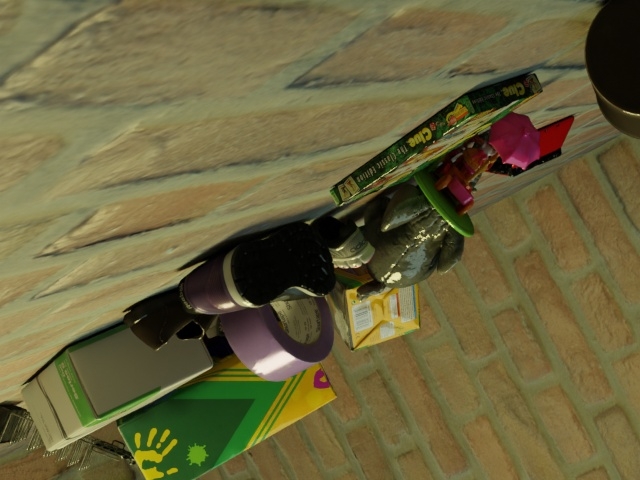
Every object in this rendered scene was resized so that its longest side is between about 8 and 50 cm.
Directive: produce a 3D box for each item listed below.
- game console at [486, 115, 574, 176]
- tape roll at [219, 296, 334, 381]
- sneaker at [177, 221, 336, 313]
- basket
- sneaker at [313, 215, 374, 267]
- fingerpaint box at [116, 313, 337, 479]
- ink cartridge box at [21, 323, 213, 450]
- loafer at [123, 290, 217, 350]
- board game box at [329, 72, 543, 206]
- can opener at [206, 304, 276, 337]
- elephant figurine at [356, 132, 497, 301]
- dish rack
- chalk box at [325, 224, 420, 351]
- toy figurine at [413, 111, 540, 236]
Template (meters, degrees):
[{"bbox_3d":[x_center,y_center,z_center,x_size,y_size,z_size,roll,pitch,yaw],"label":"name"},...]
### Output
[{"bbox_3d":[0.375,-0.177,2.035,0.144,0.085,0.124,-23,-156,-35],"label":"game console"},{"bbox_3d":[-0.068,0.122,1.772,0.080,0.189,0.189,-31,173,30],"label":"tape roll"},{"bbox_3d":[-0.088,0.043,1.522,0.124,0.107,0.283,-18,174,29],"label":"sneaker"},{"bbox_3d":[0.360,-0.187,1.157,0.204,0.154,0.227,-27,171,25],"label":"basket"},{"bbox_3d":[0.000,0.000,1.666,0.170,0.075,0.063,-3,-150,40],"label":"sneaker"},{"bbox_3d":[-0.212,0.280,2.160,0.371,0.163,0.445,-28,-169,-10],"label":"fingerpaint box"},{"bbox_3d":[-0.332,0.220,1.778,0.211,0.121,0.289,-24,174,-34],"label":"ink cartridge box"},{"bbox_3d":[-0.192,0.109,1.629,0.220,0.078,0.080,-21,172,-47],"label":"loafer"},{"bbox_3d":[0.134,-0.117,1.333,0.136,0.030,0.259,-26,175,-40],"label":"board game box"},{"bbox_3d":[-0.137,0.111,2.085,0.093,0.074,0.280,13,-159,38],"label":"can opener"},{"bbox_3d":[0.158,-0.032,1.668,0.169,0.186,0.239,-2,161,-22],"label":"elephant figurine"},{"bbox_3d":[-0.469,0.369,2.033,0.208,0.271,0.074,123,-12,-81],"label":"dish rack"},{"bbox_3d":[0.063,0.064,1.876,0.132,0.132,0.213,-17,-147,-15],"label":"chalk box"},{"bbox_3d":[0.222,-0.111,1.499,0.159,0.130,0.173,-39,-166,18],"label":"toy figurine"}]
